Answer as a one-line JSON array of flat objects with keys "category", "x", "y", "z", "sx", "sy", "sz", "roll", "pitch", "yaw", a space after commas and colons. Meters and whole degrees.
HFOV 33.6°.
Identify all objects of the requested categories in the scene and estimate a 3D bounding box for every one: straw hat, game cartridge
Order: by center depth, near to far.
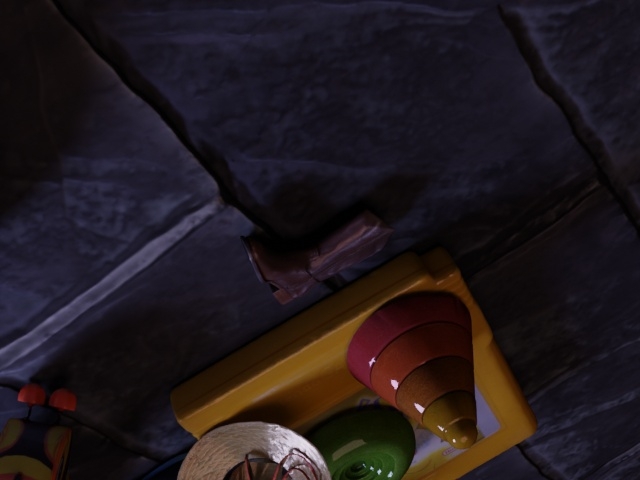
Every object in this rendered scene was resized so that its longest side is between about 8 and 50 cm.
[{"category": "straw hat", "x": -0.054, "y": 0.225, "z": 0.966, "sx": 0.144, "sy": 0.144, "sz": 0.061, "roll": -36, "pitch": 177, "yaw": 9}, {"category": "game cartridge", "x": 0.050, "y": 0.169, "z": 1.042, "sx": 0.285, "sy": 0.053, "sz": 0.324, "roll": -31, "pitch": 138, "yaw": 3}]

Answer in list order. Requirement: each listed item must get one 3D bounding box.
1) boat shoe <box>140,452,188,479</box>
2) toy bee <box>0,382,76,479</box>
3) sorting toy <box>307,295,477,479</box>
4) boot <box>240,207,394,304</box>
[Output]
[{"category": "boat shoe", "x": -0.193, "y": 0.306, "z": 1.020, "sx": 0.258, "sy": 0.089, "sz": 0.109, "roll": -44, "pitch": 135, "yaw": 17}, {"category": "toy bee", "x": -0.230, "y": 0.211, "z": 0.881, "sx": 0.195, "sy": 0.162, "sz": 0.298, "roll": 22, "pitch": 151, "yaw": -23}, {"category": "sorting toy", "x": 0.059, "y": 0.224, "z": 0.977, "sx": 0.127, "sy": 0.126, "sz": 0.366, "roll": 4, "pitch": 127, "yaw": -28}, {"category": "boot", "x": 0.000, "y": 0.000, "z": 0.863, "sx": 0.114, "sy": 0.037, "sz": 0.106, "roll": -28, "pitch": 151, "yaw": 5}]
